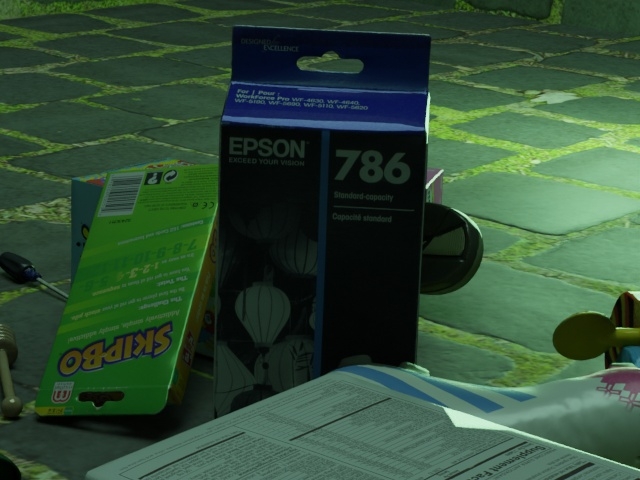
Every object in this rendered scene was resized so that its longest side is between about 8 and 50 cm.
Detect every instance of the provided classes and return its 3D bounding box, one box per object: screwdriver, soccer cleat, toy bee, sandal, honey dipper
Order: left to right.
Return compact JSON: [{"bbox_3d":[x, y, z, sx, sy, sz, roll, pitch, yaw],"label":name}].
[{"bbox_3d":[-0.274,0.114,1.457,0.030,0.031,0.161,-2,18,-13],"label":"honey dipper"},{"bbox_3d":[-0.282,0.041,1.722,0.024,0.025,0.170,-11,20,-38],"label":"screwdriver"},{"bbox_3d":[0.066,0.003,1.790,0.086,0.120,0.302,25,-2,-42],"label":"sandal"},{"bbox_3d":[0.141,0.164,1.221,0.331,0.116,0.143,2,31,8],"label":"soccer cleat"},{"bbox_3d":[0.313,0.085,1.390,0.195,0.162,0.298,-4,17,-26],"label":"toy bee"}]

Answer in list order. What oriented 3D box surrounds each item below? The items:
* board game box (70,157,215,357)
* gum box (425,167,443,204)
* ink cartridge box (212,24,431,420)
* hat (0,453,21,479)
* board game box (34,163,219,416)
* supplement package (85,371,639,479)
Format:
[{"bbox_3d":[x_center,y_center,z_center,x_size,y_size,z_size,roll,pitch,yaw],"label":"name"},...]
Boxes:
[{"bbox_3d":[-0.090,0.020,1.597,0.275,0.144,0.142,14,19,34],"label":"board game box"},{"bbox_3d":[0.046,-0.055,2.030,0.188,0.062,0.107,6,16,14],"label":"gum box"},{"bbox_3d":[0.000,0.000,1.333,0.165,0.333,0.065,2,13,4],"label":"ink cartridge box"},{"bbox_3d":[-0.254,0.237,1.035,0.173,0.184,0.208,0,-27,-30],"label":"hat"},{"bbox_3d":[-0.156,0.045,1.447,0.124,0.039,0.259,-3,50,21],"label":"board game box"},{"bbox_3d":[0.043,0.211,0.832,0.262,0.199,0.198,14,20,37],"label":"supplement package"}]
